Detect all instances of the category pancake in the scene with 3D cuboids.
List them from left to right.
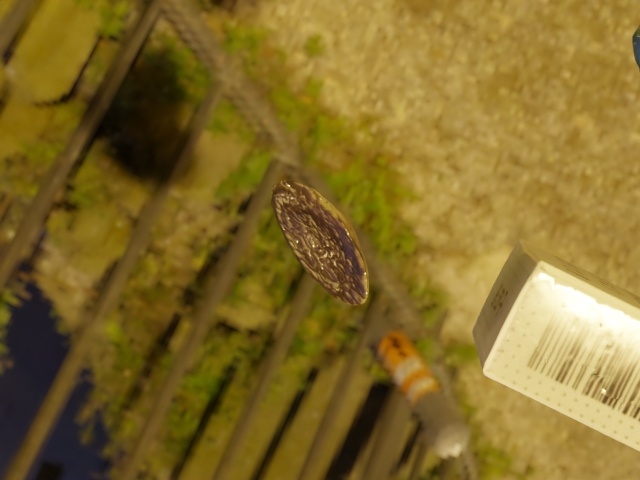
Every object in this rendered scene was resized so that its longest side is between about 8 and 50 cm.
[{"bbox_3d":[-0.001,0.001,1.218,0.115,0.011,0.115,42,154,26],"label":"pancake"}]

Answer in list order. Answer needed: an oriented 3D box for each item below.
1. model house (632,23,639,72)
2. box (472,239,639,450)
[{"bbox_3d":[0.414,-0.114,1.267,0.249,0.230,0.280,16,142,52],"label":"model house"},{"bbox_3d":[0.278,0.115,1.228,0.330,0.095,0.210,25,-174,1],"label":"box"}]
